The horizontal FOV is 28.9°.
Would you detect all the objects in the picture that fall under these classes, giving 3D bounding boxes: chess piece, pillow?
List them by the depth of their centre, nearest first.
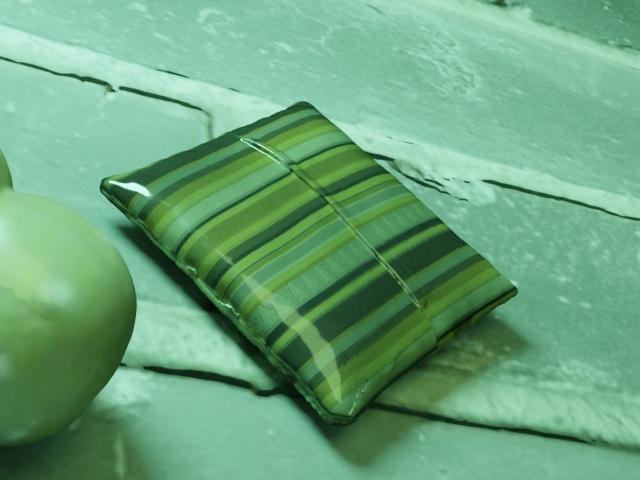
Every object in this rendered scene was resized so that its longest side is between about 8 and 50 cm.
[{"bbox_3d":[-0.224,-0.019,0.595,0.299,0.167,0.167,38,36,-3],"label":"chess piece"},{"bbox_3d":[0.000,0.000,0.794,0.212,0.052,0.208,42,41,16],"label":"pillow"}]
